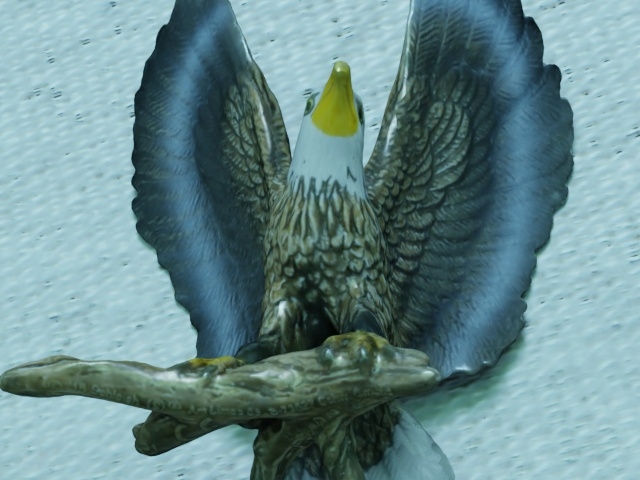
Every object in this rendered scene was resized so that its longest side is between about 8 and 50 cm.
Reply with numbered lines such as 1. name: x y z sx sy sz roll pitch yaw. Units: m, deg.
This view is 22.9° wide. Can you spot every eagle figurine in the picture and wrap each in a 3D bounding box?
1. eagle figurine: 0.004 -0.008 0.796 0.226 0.225 0.298 34 31 -15
